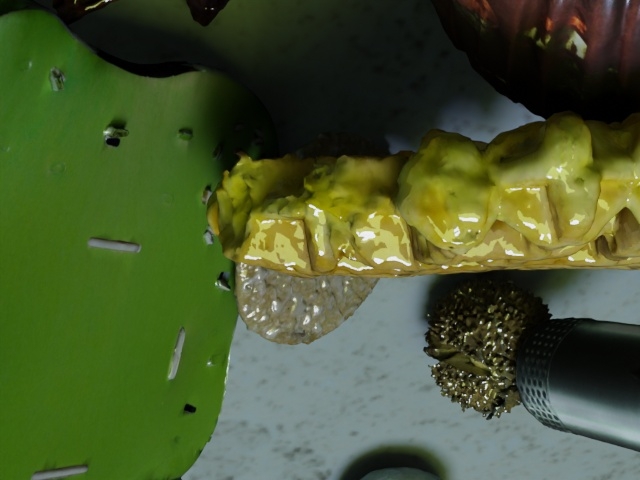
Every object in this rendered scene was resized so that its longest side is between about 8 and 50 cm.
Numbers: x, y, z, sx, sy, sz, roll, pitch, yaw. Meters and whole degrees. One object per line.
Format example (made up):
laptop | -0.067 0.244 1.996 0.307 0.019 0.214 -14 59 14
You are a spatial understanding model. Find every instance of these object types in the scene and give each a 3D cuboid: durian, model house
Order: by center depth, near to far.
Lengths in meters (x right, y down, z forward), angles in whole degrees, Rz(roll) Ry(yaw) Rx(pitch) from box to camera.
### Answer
model house | -0.154 0.003 0.637 0.154 0.294 0.207 14 91 23
durian | 0.098 0.056 0.814 0.091 0.080 0.080 -37 141 -39

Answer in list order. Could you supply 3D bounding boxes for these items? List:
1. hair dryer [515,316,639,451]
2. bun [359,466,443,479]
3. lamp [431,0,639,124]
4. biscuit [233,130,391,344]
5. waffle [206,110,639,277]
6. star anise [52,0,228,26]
hair dryer | 0.223 -0.006 0.637 0.155 0.320 0.284 9 97 -28
bun | 0.049 0.172 0.901 0.083 0.045 0.083 -6 125 -8
lamp | 0.131 -0.158 0.552 0.246 0.247 0.247 -7 128 -9
biscuit | 0.000 0.000 0.740 0.120 0.015 0.120 -25 127 -38
waffle | 0.060 -0.012 0.602 0.253 0.056 0.249 -1 177 26
star anise | -0.029 -0.158 0.623 0.212 0.053 0.157 -43 146 -6
